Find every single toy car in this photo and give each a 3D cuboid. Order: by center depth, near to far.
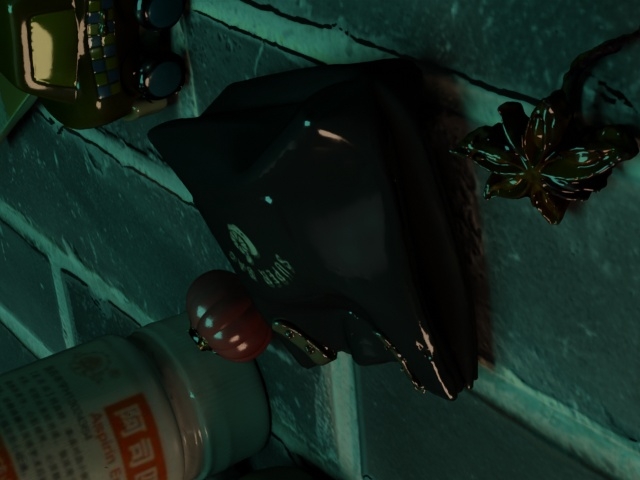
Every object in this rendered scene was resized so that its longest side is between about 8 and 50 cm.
[{"bbox_3d":[-0.272,-0.231,1.347,0.204,0.198,0.248,42,142,38],"label":"toy car"}]

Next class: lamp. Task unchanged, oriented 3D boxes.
[{"bbox_3d":[-0.098,0.081,1.363,0.107,0.092,0.107,53,179,1],"label":"lamp"}]

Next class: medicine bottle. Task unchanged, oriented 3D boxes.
[{"bbox_3d":[-0.262,0.224,1.447,0.211,0.371,0.211,39,139,44],"label":"medicine bottle"}]

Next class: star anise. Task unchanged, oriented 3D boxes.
[{"bbox_3d":[0.166,-0.078,0.854,0.097,0.070,0.191,39,147,-2],"label":"star anise"}]

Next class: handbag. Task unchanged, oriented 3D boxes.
[{"bbox_3d":[0.000,0.000,1.112,0.342,0.152,0.288,3,123,59],"label":"handbag"}]

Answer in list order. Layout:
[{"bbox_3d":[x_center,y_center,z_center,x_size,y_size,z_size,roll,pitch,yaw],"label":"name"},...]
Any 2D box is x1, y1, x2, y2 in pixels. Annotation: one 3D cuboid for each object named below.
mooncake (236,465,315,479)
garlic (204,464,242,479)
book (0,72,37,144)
[{"bbox_3d":[-0.025,0.378,1.395,0.275,0.135,0.275,43,144,42],"label":"mooncake"},{"bbox_3d":[-0.137,0.343,1.588,0.147,0.102,0.159,25,129,50],"label":"garlic"},{"bbox_3d":[-0.459,-0.293,1.772,0.389,0.032,0.269,-27,80,63],"label":"book"}]
